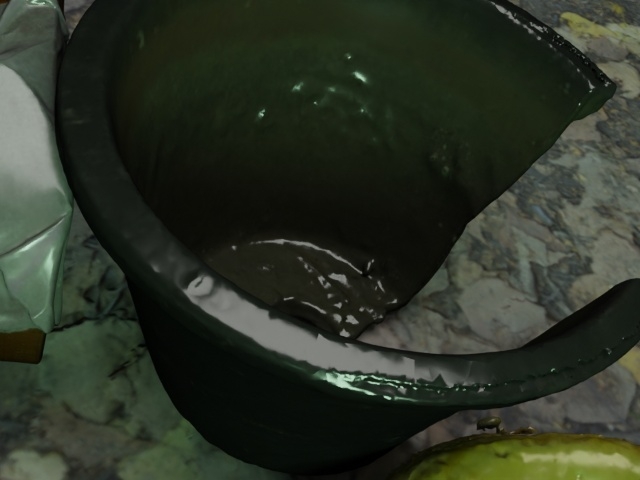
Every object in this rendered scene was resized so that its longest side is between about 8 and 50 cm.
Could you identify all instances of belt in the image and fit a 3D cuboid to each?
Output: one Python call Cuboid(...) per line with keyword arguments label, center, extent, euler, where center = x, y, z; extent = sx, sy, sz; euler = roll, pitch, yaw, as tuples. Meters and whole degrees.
Cuboid(label="belt", center=(-0.231, -0.071, 0.628), extent=(0.122, 0.217, 0.339), euler=(3, 51, -16))

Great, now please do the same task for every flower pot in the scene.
Cuboid(label="flower pot", center=(0.000, 0.000, 0.623), extent=(0.379, 0.251, 0.379), euler=(10, 49, -12))

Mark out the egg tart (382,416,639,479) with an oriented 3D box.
Cuboid(label="egg tart", center=(0.153, 0.241, 0.525), extent=(0.314, 0.120, 0.315), euler=(3, 35, -2))
